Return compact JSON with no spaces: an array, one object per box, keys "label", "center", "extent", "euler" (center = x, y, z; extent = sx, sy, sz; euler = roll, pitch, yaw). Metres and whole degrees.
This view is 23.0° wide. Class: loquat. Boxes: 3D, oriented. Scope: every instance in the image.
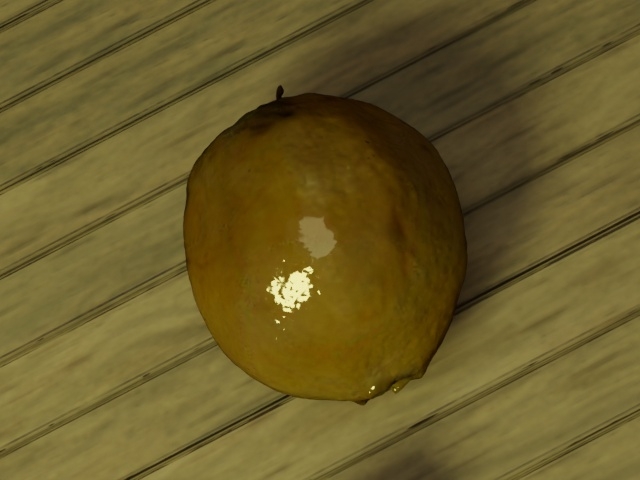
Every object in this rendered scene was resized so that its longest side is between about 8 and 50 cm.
[{"label":"loquat","center":[0.000,0.000,1.080],"extent":[0.187,0.176,0.234],"euler":[-13,75,-13]}]
